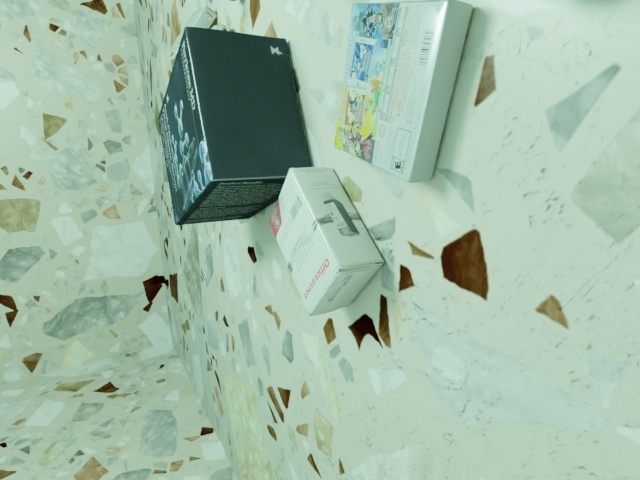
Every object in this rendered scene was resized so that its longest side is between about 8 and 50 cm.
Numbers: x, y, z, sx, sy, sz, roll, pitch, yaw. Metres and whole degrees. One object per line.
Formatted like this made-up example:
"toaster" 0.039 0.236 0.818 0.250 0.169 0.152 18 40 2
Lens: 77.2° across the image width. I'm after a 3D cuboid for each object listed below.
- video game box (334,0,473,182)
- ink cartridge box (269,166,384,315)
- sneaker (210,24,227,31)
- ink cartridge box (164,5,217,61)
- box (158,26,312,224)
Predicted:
"video game box" 0.094 -0.203 0.541 0.187 0.048 0.205 39 130 47
"ink cartridge box" 0.000 0.000 0.715 0.218 0.092 0.158 66 147 28
"sneaker" -0.335 -0.509 1.141 0.292 0.118 0.110 -14 84 59
"ink cartridge box" -0.388 -0.600 1.192 0.145 0.045 0.179 31 92 53
"box" -0.217 -0.221 0.915 0.395 0.212 0.293 -20 79 59
